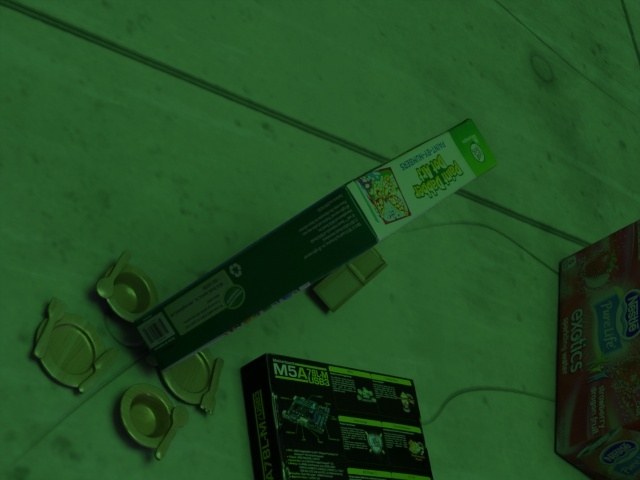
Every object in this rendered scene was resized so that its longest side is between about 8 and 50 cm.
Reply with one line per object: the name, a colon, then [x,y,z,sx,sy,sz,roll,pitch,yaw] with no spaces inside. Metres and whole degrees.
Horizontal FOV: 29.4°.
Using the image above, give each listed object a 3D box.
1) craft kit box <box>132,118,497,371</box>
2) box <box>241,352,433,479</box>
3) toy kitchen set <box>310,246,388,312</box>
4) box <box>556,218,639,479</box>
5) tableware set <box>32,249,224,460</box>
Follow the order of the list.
craft kit box: [0.000,0.000,1.038,0.061,0.250,0.247,57,34,-2]
box: [0.023,0.204,1.103,0.191,0.045,0.184,14,52,-40]
toy kitchen set: [0.012,0.015,1.232,0.068,0.075,0.083,49,-1,-15]
box: [0.384,0.136,1.445,0.142,0.154,0.300,36,44,-25]
tableware set: [-0.152,0.096,1.008,0.168,0.020,0.141,47,39,-12]
